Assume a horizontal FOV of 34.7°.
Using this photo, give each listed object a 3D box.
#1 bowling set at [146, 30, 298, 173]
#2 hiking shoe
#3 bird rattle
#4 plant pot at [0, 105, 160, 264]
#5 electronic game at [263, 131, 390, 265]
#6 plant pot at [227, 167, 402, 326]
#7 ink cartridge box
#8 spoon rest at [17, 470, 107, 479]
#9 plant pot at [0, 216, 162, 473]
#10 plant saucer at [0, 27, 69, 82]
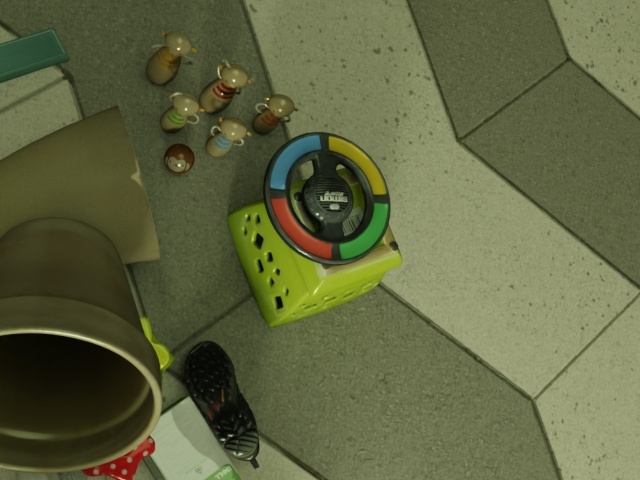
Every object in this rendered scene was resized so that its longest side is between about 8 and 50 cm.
[{"bbox_3d":[-0.192,-0.216,1.813,0.287,0.154,0.200,22,66,-18],"label":"bowling set"},{"bbox_3d":[-0.164,0.277,1.719,0.086,0.114,0.227,-21,57,-8],"label":"hiking shoe"},{"bbox_3d":[-0.336,0.245,1.617,0.206,0.143,0.254,10,67,17],"label":"bird rattle"},{"bbox_3d":[-0.421,-0.058,1.625,0.274,0.256,0.257,-15,81,-12],"label":"plant pot"},{"bbox_3d":[0.013,-0.070,1.690,0.229,0.048,0.229,8,71,-24],"label":"electronic game"},{"bbox_3d":[0.000,0.000,1.809,0.228,0.207,0.227,-18,82,-30],"label":"plant pot"},{"bbox_3d":[-0.210,0.372,1.674,0.109,0.062,0.209,-33,89,-28],"label":"ink cartridge box"},{"bbox_3d":[-0.372,0.422,1.585,0.137,0.084,0.276,-18,69,-30],"label":"spoon rest"},{"bbox_3d":[-0.389,0.129,1.468,0.323,0.323,0.280,14,40,-21],"label":"plant pot"},{"bbox_3d":[-0.529,-0.313,1.761,0.192,0.018,0.067,-26,87,-30],"label":"plant saucer"}]
